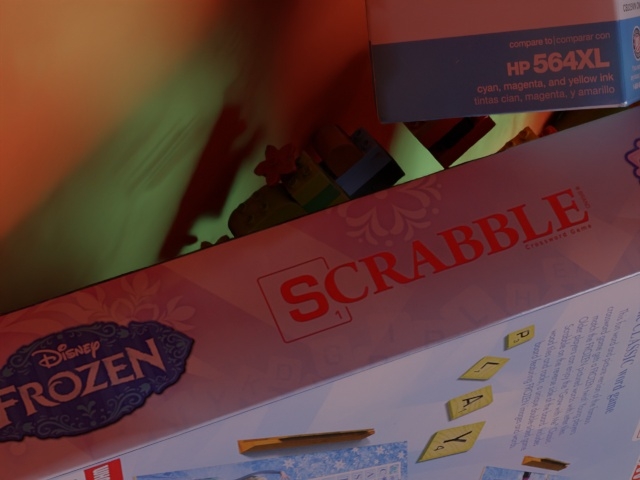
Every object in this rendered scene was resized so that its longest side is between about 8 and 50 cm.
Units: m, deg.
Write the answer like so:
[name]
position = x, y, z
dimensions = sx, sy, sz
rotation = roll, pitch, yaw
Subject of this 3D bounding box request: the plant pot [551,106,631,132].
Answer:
[plant pot]
position = 0.197, -0.075, 1.346
dimensions = 0.079, 0.083, 0.083
rotation = -39, 162, -15

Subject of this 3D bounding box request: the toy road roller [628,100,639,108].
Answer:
[toy road roller]
position = 0.315, -0.180, 1.265
dimensions = 0.329, 0.202, 0.240
rotation = -30, 162, -51

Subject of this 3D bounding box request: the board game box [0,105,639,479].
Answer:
[board game box]
position = 0.015, 0.090, 0.767
dimensions = 0.318, 0.066, 0.318
rotation = -18, 152, -13

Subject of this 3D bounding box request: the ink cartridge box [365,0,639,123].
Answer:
[ink cartridge box]
position = 0.068, -0.119, 0.686
dimensions = 0.092, 0.090, 0.143
rotation = -24, 110, -67

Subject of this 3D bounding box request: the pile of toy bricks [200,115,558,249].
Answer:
[pile of toy bricks]
position = 0.000, 0.000, 0.832
dimensions = 0.212, 0.118, 0.105
rotation = -41, 138, 5
